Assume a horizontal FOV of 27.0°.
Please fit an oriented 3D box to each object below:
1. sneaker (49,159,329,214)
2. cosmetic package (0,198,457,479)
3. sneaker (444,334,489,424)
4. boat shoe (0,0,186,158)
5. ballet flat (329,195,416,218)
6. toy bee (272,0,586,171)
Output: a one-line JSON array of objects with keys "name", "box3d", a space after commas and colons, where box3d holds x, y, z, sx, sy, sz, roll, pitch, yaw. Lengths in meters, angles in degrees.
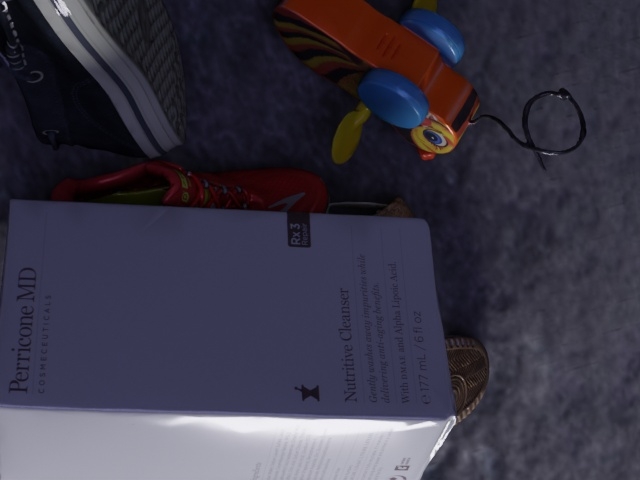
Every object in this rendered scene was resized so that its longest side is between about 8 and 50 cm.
[{"name": "sneaker", "box3d": [-0.123, -0.027, 1.264, 0.278, 0.118, 0.107, -8, 63, -10]}, {"name": "cosmetic package", "box3d": [-0.093, 0.095, 1.188, 0.384, 0.217, 0.156, 2, 146, -11]}, {"name": "sneaker", "box3d": [0.037, 0.156, 1.386, 0.282, 0.153, 0.099, -19, 108, -38]}, {"name": "boat shoe", "box3d": [-0.231, -0.209, 1.068, 0.155, 0.500, 0.187, -5, 67, 6]}, {"name": "ballet flat", "box3d": [0.000, 0.000, 1.351, 0.206, 0.073, 0.067, -13, 80, -11]}, {"name": "toy bee", "box3d": [0.083, -0.135, 1.288, 0.195, 0.162, 0.298, -36, 78, -16]}]
